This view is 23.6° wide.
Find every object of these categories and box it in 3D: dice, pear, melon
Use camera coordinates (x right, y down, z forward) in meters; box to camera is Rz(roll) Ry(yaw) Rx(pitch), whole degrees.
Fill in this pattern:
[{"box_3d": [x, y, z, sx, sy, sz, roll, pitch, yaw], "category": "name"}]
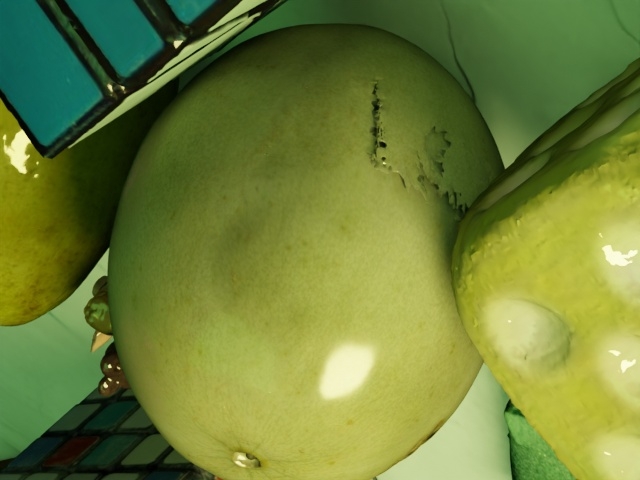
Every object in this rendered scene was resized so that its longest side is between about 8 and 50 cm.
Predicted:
[{"box_3d": [0.239, 0.007, 0.879, 0.233, 0.238, 0.227, 50, 138, -3], "category": "dice"}, {"box_3d": [-0.238, -0.096, 1.169, 0.253, 0.253, 0.307, 20, 110, 26], "category": "pear"}, {"box_3d": [0.000, 0.000, 1.018, 0.268, 0.330, 0.268, 14, 148, 9], "category": "melon"}]

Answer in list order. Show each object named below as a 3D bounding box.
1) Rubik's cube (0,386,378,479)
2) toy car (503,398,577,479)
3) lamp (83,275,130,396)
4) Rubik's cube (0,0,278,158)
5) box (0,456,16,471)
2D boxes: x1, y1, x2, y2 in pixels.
[{"box_3d": [-0.121, 0.298, 1.347, 0.293, 0.287, 0.292, -11, 113, 44], "category": "Rubik's cube"}, {"box_3d": [0.279, 0.205, 1.097, 0.320, 0.097, 0.141, 14, 128, 32], "category": "toy car"}, {"box_3d": [-0.102, 0.052, 1.174, 0.118, 0.253, 0.118, 15, 113, 38], "category": "lamp"}, {"box_3d": [-0.090, -0.267, 0.909, 0.283, 0.293, 0.288, 52, 136, -6], "category": "Rubik's cube"}, {"box_3d": [-0.296, 0.351, 1.689, 0.159, 0.071, 0.240, -17, 110, 47], "category": "box"}]
